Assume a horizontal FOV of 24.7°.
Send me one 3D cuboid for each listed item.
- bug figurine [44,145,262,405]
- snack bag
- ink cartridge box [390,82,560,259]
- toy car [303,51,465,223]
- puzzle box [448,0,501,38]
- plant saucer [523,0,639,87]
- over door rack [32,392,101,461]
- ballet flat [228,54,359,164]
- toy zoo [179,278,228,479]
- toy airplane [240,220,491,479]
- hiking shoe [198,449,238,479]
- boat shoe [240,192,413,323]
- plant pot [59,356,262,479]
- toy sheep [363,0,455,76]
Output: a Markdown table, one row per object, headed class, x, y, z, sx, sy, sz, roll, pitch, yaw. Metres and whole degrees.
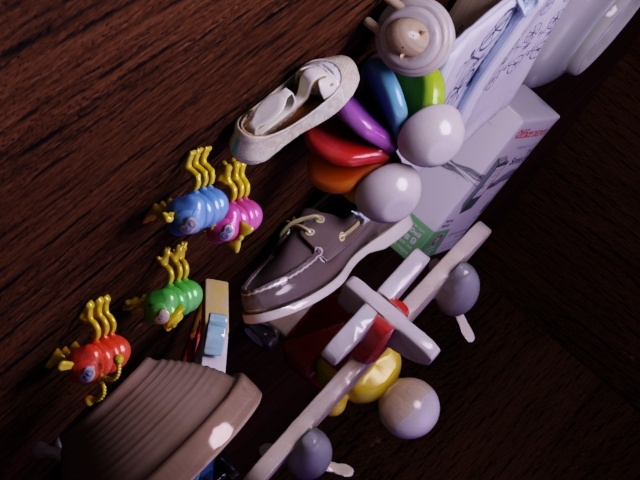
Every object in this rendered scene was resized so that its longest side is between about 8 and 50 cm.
| class | x | y | z | sx | sy | sz | roll | pitch | yaw |
| --- | --- | --- | --- | --- | --- | --- | --- | --- | --- |
| bug figurine | -0.142 | 0.030 | 1.394 | 0.279 | 0.072 | 0.216 | -54 | 170 | 26 |
| snack bag | 0.192 | -0.194 | 1.775 | 0.342 | 0.037 | 0.323 | -40 | 165 | -40 |
| ink cartridge box | 0.215 | -0.119 | 2.261 | 0.289 | 0.121 | 0.211 | -52 | 165 | 21 |
| toy car | 0.053 | -0.121 | 1.560 | 0.136 | 0.159 | 0.182 | 15 | 122 | -39 |
| puzzle box | 0.220 | -0.276 | 1.839 | 0.409 | 0.052 | 0.272 | -57 | 166 | 30 |
| plant saucer | 0.446 | -0.380 | 2.385 | 0.400 | 0.100 | 0.400 | -47 | 171 | -10 |
| over door rack | -0.325 | 0.332 | 1.597 | 0.239 | 0.108 | 0.324 | -39 | 155 | -49 |
| ballet flat | -0.019 | -0.132 | 1.375 | 0.168 | 0.057 | 0.052 | -45 | 160 | -27 |
| toy zoo | -0.146 | 0.181 | 1.715 | 0.192 | 0.030 | 0.293 | -91 | -164 | -44 |
| toy airplane | 0.075 | 0.159 | 1.989 | 0.386 | 0.272 | 0.384 | -37 | -168 | 24 |
| hiking shoe | -0.214 | 0.325 | 2.055 | 0.113 | 0.132 | 0.304 | -53 | 170 | 24 |
| boat shoe | 0.000 | 0.000 | 1.860 | 0.117 | 0.096 | 0.324 | -2 | -156 | 42 |
| plant pot | -0.180 | 0.194 | 1.447 | 0.237 | 0.110 | 0.237 | -42 | -174 | 5 |
| toy sheep | 0.095 | -0.209 | 1.484 | 0.091 | 0.091 | 0.132 | -53 | 170 | 20 |
